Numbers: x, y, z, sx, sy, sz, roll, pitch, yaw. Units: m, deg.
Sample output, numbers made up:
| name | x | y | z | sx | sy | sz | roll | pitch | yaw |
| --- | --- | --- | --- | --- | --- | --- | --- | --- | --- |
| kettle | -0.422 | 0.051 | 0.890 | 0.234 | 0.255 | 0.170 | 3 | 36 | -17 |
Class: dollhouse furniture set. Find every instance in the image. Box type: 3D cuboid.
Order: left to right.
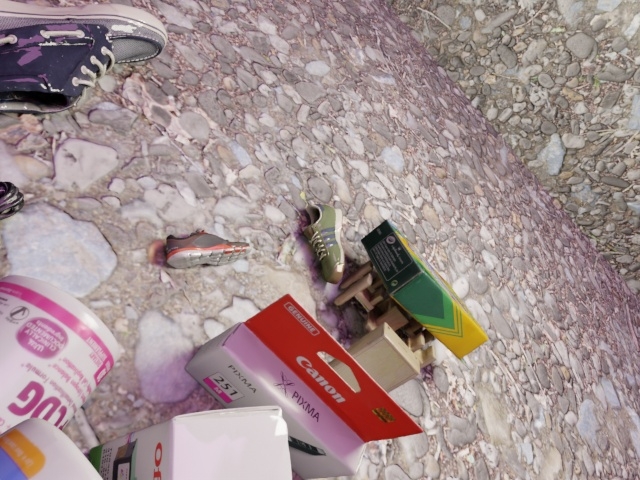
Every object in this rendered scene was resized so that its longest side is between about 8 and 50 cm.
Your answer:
| name | x | y | z | sx | sy | sz | roll | pitch | yaw |
| --- | --- | --- | --- | --- | --- | --- | --- | --- | --- |
| dollhouse furniture set | 0.101 | 0.199 | 0.860 | 0.212 | 0.161 | 0.242 | 48 | 21 | -7 |

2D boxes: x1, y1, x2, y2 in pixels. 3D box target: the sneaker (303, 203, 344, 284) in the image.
| name | x | y | z | sx | sy | sz | roll | pitch | yaw |
| --- | --- | --- | --- | --- | --- | --- | --- | --- | --- |
| sneaker | 0.000 | 0.000 | 0.922 | 0.086 | 0.064 | 0.191 | 18 | 53 | -24 |

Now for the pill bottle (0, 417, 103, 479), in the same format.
| name | x | y | z | sx | sy | sz | roll | pitch | yaw |
| --- | --- | --- | --- | --- | --- | --- | --- | --- | --- |
| pill bottle | -0.269 | 0.257 | 0.256 | 0.152 | 0.152 | 0.272 | 55 | 44 | 0 |

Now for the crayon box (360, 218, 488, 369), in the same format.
| name | x | y | z | sx | sy | sz | roll | pitch | yaw |
| --- | --- | --- | --- | --- | --- | --- | --- | --- | --- |
| crayon box | 0.238 | 0.118 | 0.934 | 0.323 | 0.083 | 0.203 | 43 | 14 | -31 |

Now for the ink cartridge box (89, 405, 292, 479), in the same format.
| name | x | y | z | sx | sy | sz | roll | pitch | yaw |
| --- | --- | --- | --- | --- | --- | --- | --- | --- | --- |
| ink cartridge box | -0.150 | 0.298 | 0.436 | 0.117 | 0.278 | 0.201 | 13 | 56 | -37 |

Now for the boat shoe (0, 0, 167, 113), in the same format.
| name | x | y | z | sx | sy | sz | roll | pitch | yaw |
| --- | --- | --- | --- | --- | --- | --- | --- | --- | --- |
| boat shoe | -0.403 | -0.296 | 0.717 | 0.341 | 0.127 | 0.157 | -20 | 85 | -38 |

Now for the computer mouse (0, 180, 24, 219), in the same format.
| name | x | y | z | sx | sy | sz | roll | pitch | yaw |
| --- | --- | --- | --- | --- | --- | --- | --- | --- | --- |
| computer mouse | -0.530 | -0.120 | 0.524 | 0.189 | 0.072 | 0.272 | -33 | 99 | -46 |

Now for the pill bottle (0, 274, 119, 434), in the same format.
| name | x | y | z | sx | sy | sz | roll | pitch | yaw |
| --- | --- | --- | --- | --- | --- | --- | --- | --- | --- |
| pill bottle | -0.353 | 0.183 | 0.414 | 0.160 | 0.160 | 0.283 | 41 | 46 | -14 |

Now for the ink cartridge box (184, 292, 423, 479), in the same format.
| name | x | y | z | sx | sy | sz | roll | pitch | yaw |
| --- | --- | --- | --- | --- | --- | --- | --- | --- | --- |
| ink cartridge box | -0.034 | 0.227 | 0.612 | 0.275 | 0.239 | 0.060 | 47 | 43 | -8 |

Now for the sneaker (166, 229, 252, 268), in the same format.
| name | x | y | z | sx | sy | sz | roll | pitch | yaw |
| --- | --- | --- | --- | --- | --- | --- | --- | --- | --- |
| sneaker | -0.193 | 0.005 | 0.747 | 0.158 | 0.061 | 0.064 | -2 | 60 | -43 |
